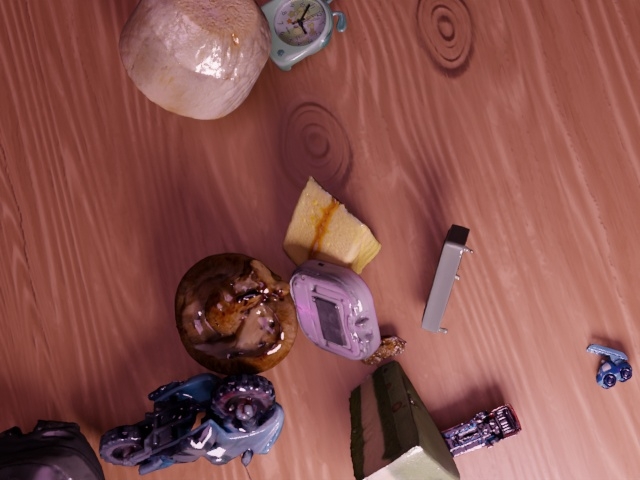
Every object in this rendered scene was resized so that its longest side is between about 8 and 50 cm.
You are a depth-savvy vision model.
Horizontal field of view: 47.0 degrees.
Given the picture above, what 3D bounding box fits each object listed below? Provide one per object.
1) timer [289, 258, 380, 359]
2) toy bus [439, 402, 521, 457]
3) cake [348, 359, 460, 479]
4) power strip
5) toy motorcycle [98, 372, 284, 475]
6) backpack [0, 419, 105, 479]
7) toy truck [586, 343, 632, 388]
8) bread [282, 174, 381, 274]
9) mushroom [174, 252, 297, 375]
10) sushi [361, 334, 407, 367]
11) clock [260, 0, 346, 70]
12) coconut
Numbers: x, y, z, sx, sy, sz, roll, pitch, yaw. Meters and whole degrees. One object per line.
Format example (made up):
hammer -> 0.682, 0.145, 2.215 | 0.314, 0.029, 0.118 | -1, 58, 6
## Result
timer -> 0.026, 0.142, 1.477 | 0.190, 0.069, 0.209 | 13, 127, 41
toy bus -> 0.282, 0.395, 1.470 | 0.234, 0.096, 0.074 | -22, 75, 7
cake -> 0.157, 0.392, 1.446 | 0.158, 0.284, 0.172 | -36, 113, 14
power strip -> 0.261, 0.065, 1.479 | 0.061, 0.145, 0.216 | 18, 124, 10
toy motorcycle -> -0.243, 0.395, 1.508 | 0.416, 0.232, 0.172 | -28, 47, 17
backpack -> -0.547, 0.591, 1.506 | 0.363, 0.255, 0.446 | -10, 97, 9
toy truck -> 0.572, 0.245, 1.465 | 0.073, 0.056, 0.090 | -25, 68, 1
bread -> 0.000, -0.002, 1.467 | 0.167, 0.264, 0.163 | 43, 91, 15
mushroom -> -0.160, 0.142, 1.490 | 0.195, 0.283, 0.263 | -18, 75, -37
sushi -> 0.121, 0.227, 1.528 | 0.118, 0.060, 0.062 | -32, 85, 7
clock -> -0.041, -0.471, 1.614 | 0.188, 0.060, 0.148 | -24, 81, 5
coconut -> -0.268, -0.403, 1.541 | 0.328, 0.329, 0.329 | -1, 85, 9
